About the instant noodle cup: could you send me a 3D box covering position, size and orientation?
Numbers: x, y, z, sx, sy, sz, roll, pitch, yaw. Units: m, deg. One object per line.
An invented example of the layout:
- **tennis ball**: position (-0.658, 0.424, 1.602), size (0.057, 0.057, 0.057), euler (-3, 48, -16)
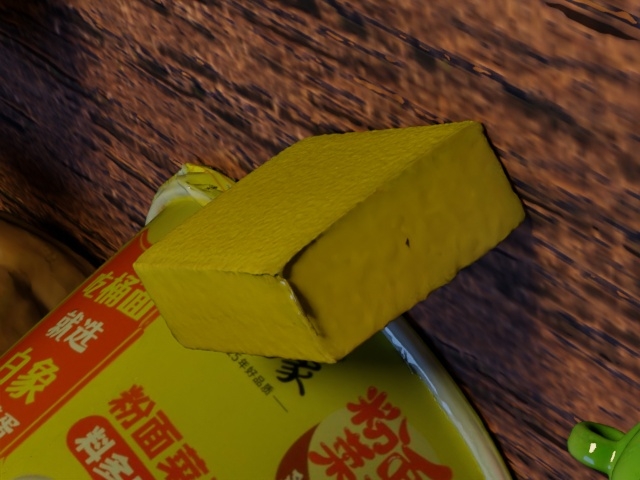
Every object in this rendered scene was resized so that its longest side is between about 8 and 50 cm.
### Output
- **instant noodle cup**: position (-0.073, 0.148, 0.685), size (0.311, 0.221, 0.311), euler (40, 152, 26)

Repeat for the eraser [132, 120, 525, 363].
- **eraser**: position (0.000, 0.000, 0.508), size (0.122, 0.097, 0.045), euler (0, 123, 59)

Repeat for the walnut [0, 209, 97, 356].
- **walnut**: position (-0.250, 0.120, 0.901), size (0.333, 0.333, 0.333), euler (41, 153, 26)

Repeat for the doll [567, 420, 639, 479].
- **doll**: position (0.141, 0.090, 0.360), size (0.190, 0.115, 0.050), euler (29, 113, 45)
